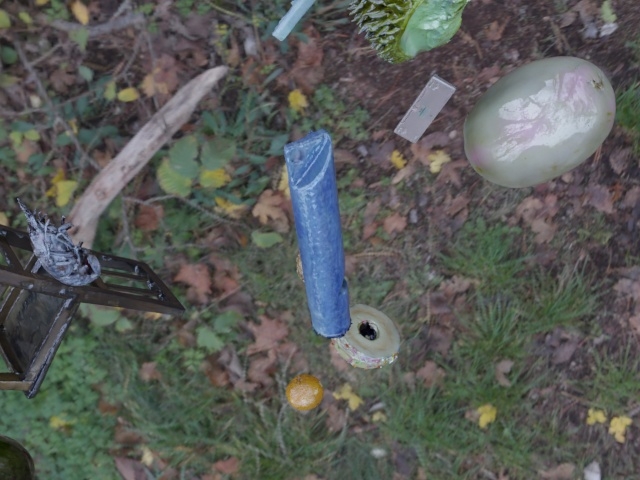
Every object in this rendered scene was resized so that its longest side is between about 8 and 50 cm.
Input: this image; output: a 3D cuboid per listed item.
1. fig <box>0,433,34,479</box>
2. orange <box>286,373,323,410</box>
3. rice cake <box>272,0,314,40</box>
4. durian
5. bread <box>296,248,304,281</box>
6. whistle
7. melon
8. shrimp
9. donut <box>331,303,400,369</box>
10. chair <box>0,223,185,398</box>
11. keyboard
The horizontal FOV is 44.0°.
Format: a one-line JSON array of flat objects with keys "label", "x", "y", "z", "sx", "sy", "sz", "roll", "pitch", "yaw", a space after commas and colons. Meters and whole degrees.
[{"label": "fig", "x": -0.566, "y": 0.388, "z": 1.222, "sx": 0.195, "sy": 0.245, "sz": 0.195, "roll": -17, "pitch": 65, "yaw": 41}, {"label": "orange", "x": -0.033, "y": 0.329, "z": 1.722, "sx": 0.083, "sy": 0.083, "sz": 0.070, "roll": -3, "pitch": 109, "yaw": 28}, {"label": "rice cake", "x": -0.057, "y": -0.526, "z": 1.811, "sx": 0.042, "sy": 0.030, "sz": 0.180, "roll": 29, "pitch": 139, "yaw": -19}, {"label": "durian", "x": 0.158, "y": -0.429, "z": 1.433, "sx": 0.198, "sy": 0.394, "sz": 0.163, "roll": -28, "pitch": 74, "yaw": -4}, {"label": "bread", "x": -0.016, "y": 0.054, "z": 1.921, "sx": 0.105, "sy": 0.076, "sz": 0.233, "roll": 54, "pitch": 156, "yaw": 19}, {"label": "whistle", "x": 0.000, "y": 0.000, "z": 1.004, "sx": 0.062, "sy": 0.062, "sz": 0.304, "roll": 13, "pitch": 133, "yaw": 23}, {"label": "melon", "x": 0.412, "y": -0.224, "z": 1.526, "sx": 0.223, "sy": 0.223, "sz": 0.317, "roll": 57, "pitch": 143, "yaw": -1}, {"label": "shrimp", "x": -0.350, "y": 0.003, "z": 1.051, "sx": 0.056, "sy": 0.065, "sz": 0.165, "roll": 42, "pitch": 159, "yaw": 43}, {"label": "donut", "x": 0.097, "y": 0.219, "z": 1.790, "sx": 0.174, "sy": 0.174, "sz": 0.068, "roll": 39, "pitch": 133, "yaw": 10}, {"label": "chair", "x": -0.490, "y": 0.132, "z": 1.378, "sx": 0.203, "sy": 0.416, "sz": 0.241, "roll": 39, "pitch": 102, "yaw": 43}, {"label": "keyboard", "x": 0.198, "y": -0.252, "z": 1.519, "sx": 0.055, "sy": 0.017, "sz": 0.166, "roll": 27, "pitch": 141, "yaw": -7}]
